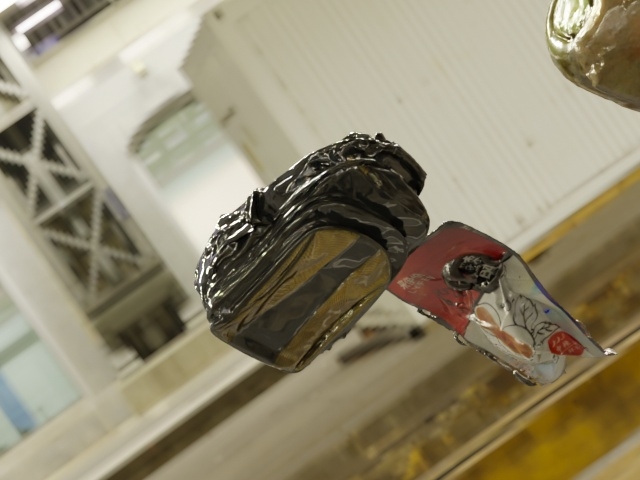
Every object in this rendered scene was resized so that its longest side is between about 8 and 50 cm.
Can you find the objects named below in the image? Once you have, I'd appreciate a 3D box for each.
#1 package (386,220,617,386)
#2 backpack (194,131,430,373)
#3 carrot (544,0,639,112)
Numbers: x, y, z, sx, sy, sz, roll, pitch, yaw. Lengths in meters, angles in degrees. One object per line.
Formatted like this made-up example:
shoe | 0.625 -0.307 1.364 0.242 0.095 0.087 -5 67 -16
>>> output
package | 0.200 0.074 1.755 0.194 0.269 0.071 -41 16 46
backpack | 0.000 0.000 1.585 0.258 0.133 0.206 -42 -43 20
carrot | 0.334 -0.165 1.390 0.301 0.139 0.138 13 -32 -38
